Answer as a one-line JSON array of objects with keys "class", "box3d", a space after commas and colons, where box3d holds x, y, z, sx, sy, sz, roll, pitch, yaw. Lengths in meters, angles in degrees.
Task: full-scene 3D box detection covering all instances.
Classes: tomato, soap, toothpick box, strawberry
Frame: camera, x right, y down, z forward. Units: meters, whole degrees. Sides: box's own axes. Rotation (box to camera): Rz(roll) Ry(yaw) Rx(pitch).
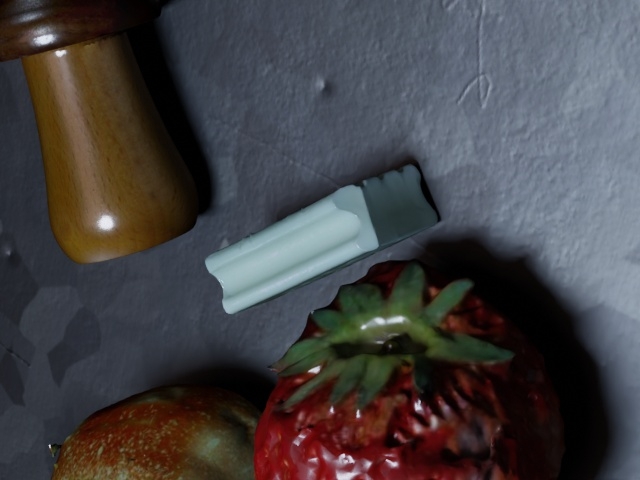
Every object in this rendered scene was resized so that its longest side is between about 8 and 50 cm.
[{"class": "tomato", "box3d": [-0.133, 0.287, 1.977, 0.239, 0.303, 0.303, -20, 89, 25]}, {"class": "soap", "box3d": [0.000, 0.000, 1.870, 0.198, 0.119, 0.066, -26, 88, 40]}, {"class": "toothpick box", "box3d": [-0.228, -0.135, 1.978, 0.192, 0.192, 0.294, -9, 102, 40]}, {"class": "strawberry", "box3d": [0.091, 0.205, 1.766, 0.291, 0.292, 0.310, -9, 122, 40]}]
